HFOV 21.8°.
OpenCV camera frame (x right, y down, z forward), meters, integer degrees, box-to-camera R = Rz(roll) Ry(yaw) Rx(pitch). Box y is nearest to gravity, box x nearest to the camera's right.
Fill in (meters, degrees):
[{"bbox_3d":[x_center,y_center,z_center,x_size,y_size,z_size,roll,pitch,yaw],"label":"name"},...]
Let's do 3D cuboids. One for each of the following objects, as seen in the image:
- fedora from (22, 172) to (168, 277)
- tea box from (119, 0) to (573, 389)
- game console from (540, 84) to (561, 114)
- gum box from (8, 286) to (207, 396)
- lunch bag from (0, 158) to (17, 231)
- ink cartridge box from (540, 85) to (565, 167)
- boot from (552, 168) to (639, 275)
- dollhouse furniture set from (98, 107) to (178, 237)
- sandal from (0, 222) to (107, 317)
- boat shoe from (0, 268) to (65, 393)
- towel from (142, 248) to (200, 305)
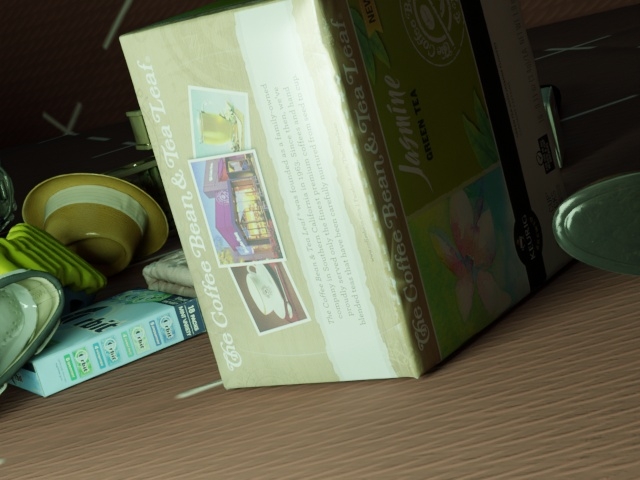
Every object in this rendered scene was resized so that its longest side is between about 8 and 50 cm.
[{"bbox_3d":[-0.296,-0.006,2.149,0.194,0.194,0.079,-11,46,22],"label":"fedora"},{"bbox_3d":[0.039,-0.078,1.480,0.220,0.329,0.323,-7,15,37],"label":"tea box"},{"bbox_3d":[0.173,-0.145,2.371,0.342,0.060,0.386,-8,13,11],"label":"game console"},{"bbox_3d":[-0.234,0.102,1.720,0.184,0.041,0.157,-22,13,-26],"label":"gum box"},{"bbox_3d":[-0.635,-0.076,2.720,0.256,0.212,0.305,-15,14,-10],"label":"lunch bag"},{"bbox_3d":[0.199,-0.120,2.088,0.208,0.087,0.153,-14,11,13],"label":"ink cartridge box"},{"bbox_3d":[0.321,-0.049,1.551,0.264,0.096,0.280,-17,10,-2],"label":"boot"},{"bbox_3d":[-0.287,-0.087,2.364,0.101,0.182,0.161,-22,13,-28],"label":"dollhouse furniture set"},{"bbox_3d":[-0.343,0.066,1.881,0.138,0.126,0.317,-56,-8,8],"label":"sandal"},{"bbox_3d":[-0.351,0.113,1.548,0.091,0.114,0.302,-23,19,36],"label":"boat shoe"},{"bbox_3d":[0.000,0.000,1.874,0.332,0.053,0.317,-20,11,-24],"label":"towel"}]
